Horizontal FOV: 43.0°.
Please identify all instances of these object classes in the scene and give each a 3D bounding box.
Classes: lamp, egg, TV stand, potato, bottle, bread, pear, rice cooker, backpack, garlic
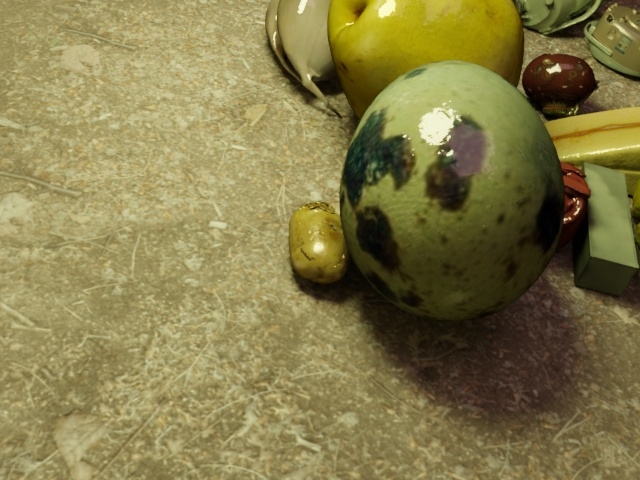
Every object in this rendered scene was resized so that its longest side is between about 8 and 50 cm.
[{"bbox_3d":[0.521,-0.340,1.785,0.157,0.134,0.156,14,6,35],"label":"lamp"},{"bbox_3d":[0.203,-0.084,1.267,0.345,0.345,0.427,11,67,-6],"label":"egg"},{"bbox_3d":[0.520,-0.026,1.505,0.088,0.082,0.269,15,45,1],"label":"TV stand"},{"bbox_3d":[0.000,0.000,1.333,0.107,0.080,0.170,1,47,2],"label":"potato"},{"bbox_3d":[0.621,-0.659,2.067,0.352,0.229,0.229,-32,61,-31],"label":"bottle"},{"bbox_3d":[0.589,-0.213,1.651,0.264,0.163,0.167,17,45,2],"label":"bread"},{"bbox_3d":[0.201,-0.364,1.540,0.418,0.362,0.362,11,40,-38],"label":"pear"},{"bbox_3d":[0.755,-0.491,1.998,0.206,0.127,0.145,44,50,15],"label":"rice cooker"},{"bbox_3d":[0.377,-0.093,1.487,0.229,0.139,0.229,9,44,-9],"label":"backpack"},{"bbox_3d":[-0.019,-0.441,1.725,0.246,0.231,0.340,48,55,-31],"label":"garlic"}]

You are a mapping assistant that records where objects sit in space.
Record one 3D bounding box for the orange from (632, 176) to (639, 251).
[{"bbox_3d":[0.710,-0.046,1.476,0.301,0.223,0.300,4,68,-14],"label":"orange"}]
